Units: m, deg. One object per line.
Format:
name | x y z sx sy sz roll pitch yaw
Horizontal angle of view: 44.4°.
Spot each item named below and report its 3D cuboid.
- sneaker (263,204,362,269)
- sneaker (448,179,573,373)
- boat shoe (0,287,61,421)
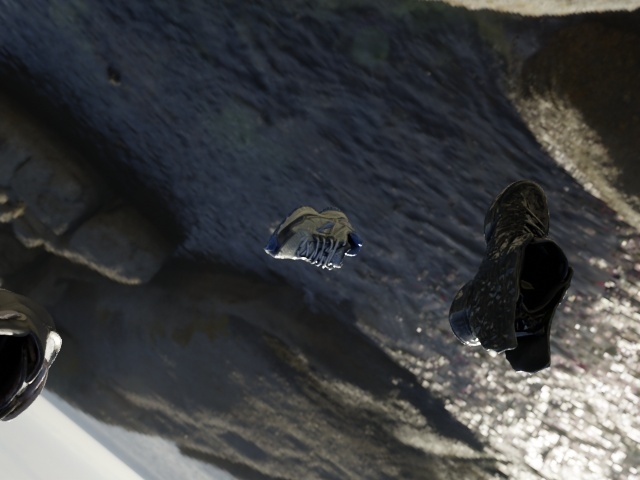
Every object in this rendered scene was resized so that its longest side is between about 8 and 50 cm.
sneaker | 0.000 0.000 0.770 0.058 0.135 0.052 44 119 20
sneaker | 0.139 0.016 0.527 0.051 0.170 0.089 35 152 -10
boat shoe | -0.234 0.088 0.483 0.096 0.112 0.335 30 176 10
